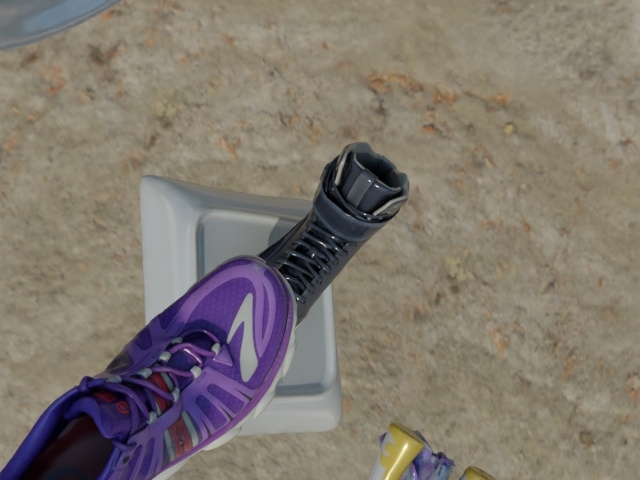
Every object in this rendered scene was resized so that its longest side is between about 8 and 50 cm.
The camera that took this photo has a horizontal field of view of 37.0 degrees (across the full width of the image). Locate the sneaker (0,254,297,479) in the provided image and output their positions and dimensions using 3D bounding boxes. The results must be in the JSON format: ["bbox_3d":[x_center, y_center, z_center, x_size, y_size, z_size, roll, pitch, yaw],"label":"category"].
[{"bbox_3d":[-0.073,0.071,0.416,0.068,0.071,0.170,38,70,13],"label":"sneaker"}]

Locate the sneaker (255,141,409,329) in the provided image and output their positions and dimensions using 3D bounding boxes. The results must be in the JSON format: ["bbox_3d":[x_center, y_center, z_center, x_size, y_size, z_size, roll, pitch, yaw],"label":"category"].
[{"bbox_3d":[-0.001,-0.002,0.942,0.086,0.163,0.226,40,56,2],"label":"sneaker"}]

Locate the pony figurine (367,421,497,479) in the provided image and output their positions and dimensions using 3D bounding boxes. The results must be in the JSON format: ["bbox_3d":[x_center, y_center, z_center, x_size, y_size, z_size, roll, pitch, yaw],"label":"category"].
[{"bbox_3d":[0.054,0.393,1.036,0.351,0.302,0.363,35,96,46],"label":"pony figurine"}]

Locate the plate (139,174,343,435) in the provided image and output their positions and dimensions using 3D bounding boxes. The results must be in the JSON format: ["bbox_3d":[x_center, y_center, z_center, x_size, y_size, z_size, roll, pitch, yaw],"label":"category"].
[{"bbox_3d":[-0.069,0.074,1.050,0.045,0.277,0.278,-14,75,42],"label":"plate"}]

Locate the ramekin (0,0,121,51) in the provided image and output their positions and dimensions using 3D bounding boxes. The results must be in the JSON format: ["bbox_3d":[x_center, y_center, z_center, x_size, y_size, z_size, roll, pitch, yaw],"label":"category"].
[{"bbox_3d":[-0.208,-0.276,0.725,0.277,0.277,0.135,-34,90,-5],"label":"ramekin"}]
